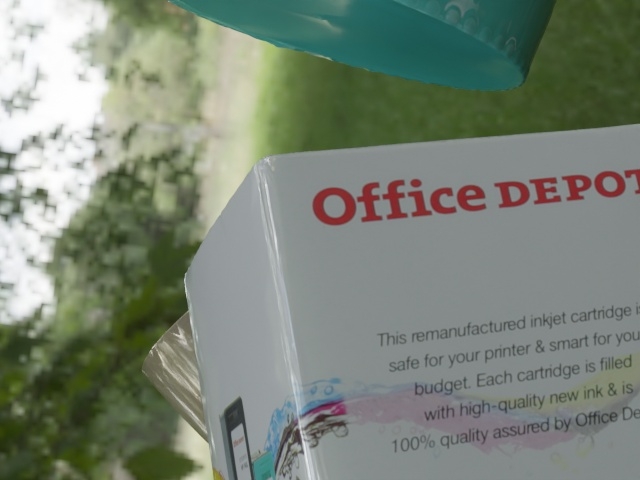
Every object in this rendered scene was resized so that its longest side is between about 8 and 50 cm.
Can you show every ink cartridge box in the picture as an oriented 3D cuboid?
[{"bbox_3d":[0.065,0.107,0.755,0.197,0.198,0.270,130,132,-69],"label":"ink cartridge box"}]

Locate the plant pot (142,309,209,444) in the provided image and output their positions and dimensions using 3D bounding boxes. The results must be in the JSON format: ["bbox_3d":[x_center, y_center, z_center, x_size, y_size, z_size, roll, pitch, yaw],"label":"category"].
[{"bbox_3d":[0.009,0.165,1.625,0.274,0.256,0.256,53,163,13],"label":"plant pot"}]

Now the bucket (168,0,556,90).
[{"bbox_3d":[0.022,-0.203,0.897,0.281,0.281,0.183,147,140,-86],"label":"bucket"}]
